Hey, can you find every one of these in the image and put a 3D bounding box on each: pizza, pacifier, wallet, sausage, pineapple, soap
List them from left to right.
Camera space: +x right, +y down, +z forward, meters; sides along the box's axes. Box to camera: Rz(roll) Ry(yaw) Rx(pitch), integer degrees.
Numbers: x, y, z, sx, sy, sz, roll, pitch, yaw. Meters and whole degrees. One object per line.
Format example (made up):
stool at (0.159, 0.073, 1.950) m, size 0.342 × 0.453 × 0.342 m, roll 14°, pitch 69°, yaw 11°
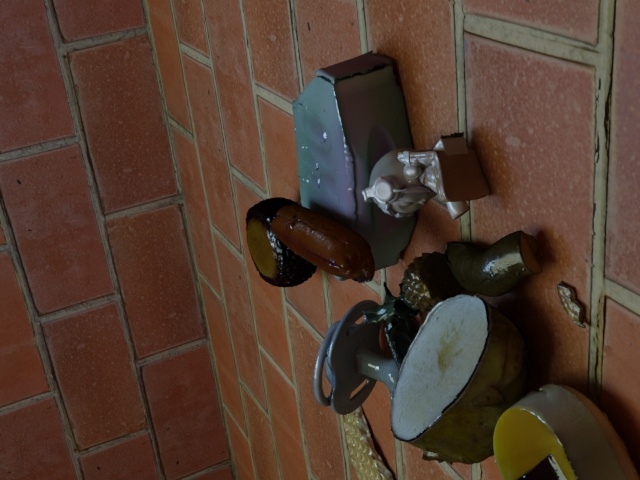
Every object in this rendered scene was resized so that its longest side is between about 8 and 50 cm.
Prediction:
sausage at (0.000, 0.000, 1.680) m, size 0.330 × 0.102 × 0.102 m, roll 30°, pitch 134°, yaw 57°
soap at (0.064, -0.147, 1.749) m, size 0.261 × 0.156 × 0.446 m, roll 43°, pitch 144°, yaw 52°
pacifier at (0.109, 0.281, 1.950) m, size 0.225 × 0.238 × 0.287 m, roll 16°, pitch 123°, yaw 32°
wallet at (0.184, 0.228, 1.841) m, size 0.026 × 0.088 × 0.129 m, roll -17°, pitch 93°, yaw 45°
pineapple at (0.180, 0.104, 1.709) m, size 0.277 × 0.119 × 0.130 m, roll 129°, pitch 135°, yaw -62°
pizza at (0.382, 0.097, 1.330) m, size 0.037 × 0.016 × 0.083 m, roll 105°, pitch 146°, yaw -57°

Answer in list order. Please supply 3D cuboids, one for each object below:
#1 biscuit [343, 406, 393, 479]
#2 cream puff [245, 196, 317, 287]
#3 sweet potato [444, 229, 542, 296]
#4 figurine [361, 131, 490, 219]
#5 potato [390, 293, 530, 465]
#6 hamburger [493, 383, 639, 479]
biscuit at (0.128, 0.595, 2.333) m, size 0.309 × 0.040 × 0.204 m, roll 64°, pitch 158°, yaw 22°
cream puff at (-0.089, 0.000, 2.234) m, size 0.239 × 0.164 × 0.239 m, roll 43°, pitch 142°, yaw 47°
sweet potato at (0.282, 0.037, 1.464) m, size 0.286 × 0.085 × 0.112 m, roll -173°, pitch 101°, yaw -79°
figurine at (0.170, -0.097, 1.522) m, size 0.236 × 0.162 × 0.141 m, roll -11°, pitch 92°, yaw 51°
potato at (0.272, 0.239, 1.507) m, size 0.300 × 0.196 × 0.246 m, roll -58°, pitch 22°, yaw 33°
hamburger at (0.391, 0.364, 1.339) m, size 0.227 × 0.151 × 0.295 m, roll -44°, pitch 61°, yaw 61°
